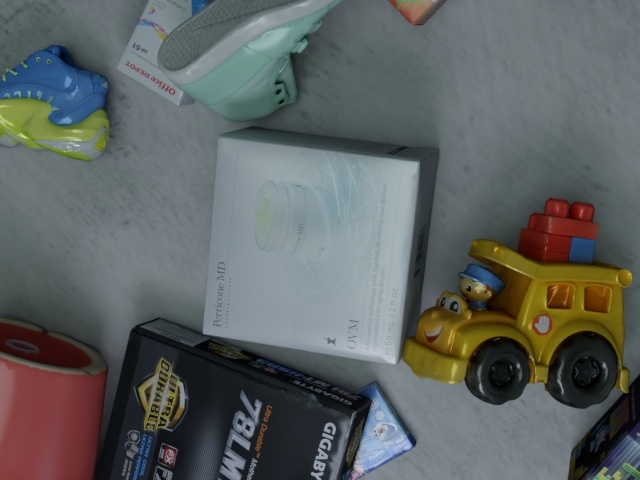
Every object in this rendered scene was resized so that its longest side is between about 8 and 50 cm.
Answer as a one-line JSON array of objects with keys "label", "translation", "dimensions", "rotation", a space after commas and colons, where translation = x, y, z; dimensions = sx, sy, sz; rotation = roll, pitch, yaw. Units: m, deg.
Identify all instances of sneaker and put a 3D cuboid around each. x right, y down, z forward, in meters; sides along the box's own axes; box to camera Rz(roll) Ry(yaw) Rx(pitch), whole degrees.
[{"label": "sneaker", "translation": [-0.353, -0.173, 1.363], "dimensions": [0.240, 0.091, 0.126], "rotation": [13, 84, 11]}, {"label": "sneaker", "translation": [-0.037, -0.227, 1.250], "dimensions": [0.256, 0.151, 0.094], "rotation": [-31, 58, 13]}]

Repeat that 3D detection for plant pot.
[{"label": "plant pot", "translation": [-0.381, 0.232, 1.351], "dimensions": [0.275, 0.275, 0.243], "rotation": [20, 95, 10]}]

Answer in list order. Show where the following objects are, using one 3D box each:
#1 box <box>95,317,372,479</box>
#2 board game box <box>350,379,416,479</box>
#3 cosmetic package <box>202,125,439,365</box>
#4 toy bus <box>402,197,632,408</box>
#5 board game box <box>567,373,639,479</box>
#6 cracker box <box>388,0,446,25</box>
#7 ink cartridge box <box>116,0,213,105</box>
[{"label": "box", "translation": [-0.117, 0.277, 1.363], "dimensions": [0.293, 0.073, 0.295], "rotation": [20, 103, 18]}, {"label": "board game box", "translation": [0.052, 0.226, 1.357], "dimensions": [0.090, 0.020, 0.090], "rotation": [-33, 90, 17]}, {"label": "cosmetic package", "translation": [0.000, 0.000, 1.270], "dimensions": [0.224, 0.138, 0.224], "rotation": [8, 101, 13]}, {"label": "toy bus", "translation": [0.212, 0.058, 1.195], "dimensions": [0.220, 0.149, 0.211], "rotation": [3, 97, -19]}, {"label": "board game box", "translation": [0.323, 0.215, 1.212], "dimensions": [0.048, 0.170, 0.141], "rotation": [38, 105, 6]}, {"label": "cracker box", "translation": [0.131, -0.364, 1.210], "dimensions": [0.232, 0.067, 0.156], "rotation": [-44, 88, 17]}, {"label": "ink cartridge box", "translation": [-0.165, -0.228, 1.313], "dimensions": [0.088, 0.052, 0.122], "rotation": [31, 106, 6]}]
